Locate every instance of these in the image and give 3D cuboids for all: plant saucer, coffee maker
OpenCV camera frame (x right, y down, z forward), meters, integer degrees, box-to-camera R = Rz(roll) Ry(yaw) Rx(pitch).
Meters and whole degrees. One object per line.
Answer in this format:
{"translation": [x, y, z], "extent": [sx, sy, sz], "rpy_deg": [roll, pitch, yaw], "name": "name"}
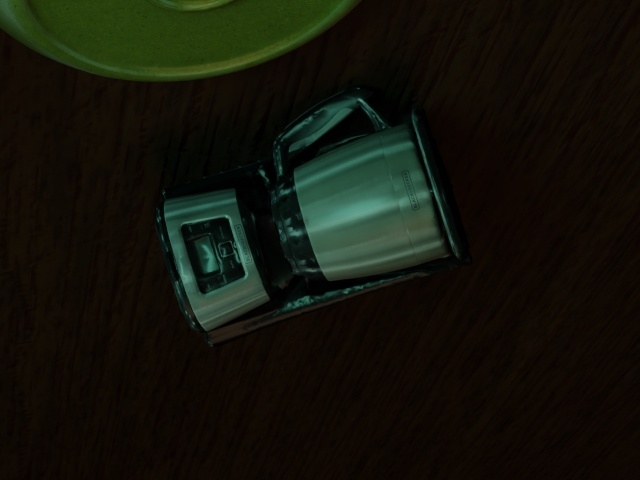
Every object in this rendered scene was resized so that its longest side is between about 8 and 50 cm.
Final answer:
{"translation": [-0.061, -0.146, 0.724], "extent": [0.240, 0.037, 0.241], "rpy_deg": [-11, 152, -6], "name": "plant saucer"}
{"translation": [0.000, 0.000, 0.936], "extent": [0.178, 0.120, 0.171], "rpy_deg": [-17, 153, 7], "name": "coffee maker"}
